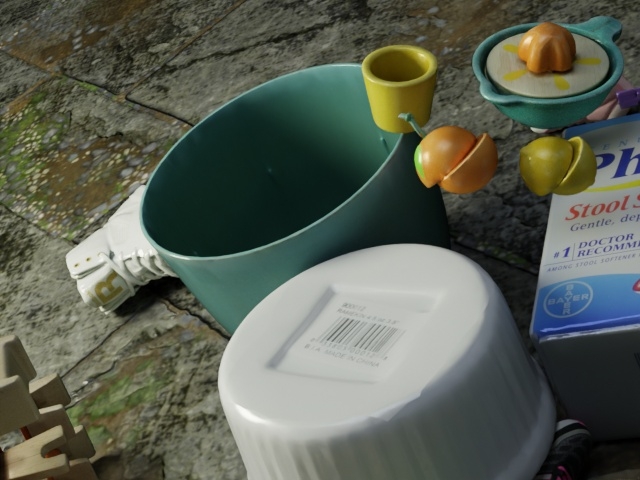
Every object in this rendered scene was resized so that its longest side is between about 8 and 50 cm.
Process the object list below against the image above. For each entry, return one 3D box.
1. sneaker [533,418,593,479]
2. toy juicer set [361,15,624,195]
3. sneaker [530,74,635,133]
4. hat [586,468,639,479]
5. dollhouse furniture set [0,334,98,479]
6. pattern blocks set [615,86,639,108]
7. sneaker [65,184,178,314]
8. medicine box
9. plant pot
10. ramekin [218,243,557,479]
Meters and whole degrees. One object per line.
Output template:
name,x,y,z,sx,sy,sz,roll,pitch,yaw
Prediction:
sneaker,0.186,0.223,1.119,0.075,0.063,0.170,17,57,43
toy juicer set,0.215,-0.132,1.203,0.329,0.089,0.209,-12,40,-9
sneaker,0.300,-0.146,1.536,0.134,0.070,0.051,-37,29,49
hat,0.186,0.306,0.901,0.331,0.134,0.331,-61,0,1
dollhouse furniture set,-0.304,0.226,1.300,0.135,0.259,0.262,-20,32,-3
pattern blocks set,0.451,-0.176,1.344,0.325,0.026,0.285,-10,6,29
sneaker,-0.201,0.032,1.626,0.169,0.108,0.292,-43,26,-17
medicine box,0.343,0.014,1.195,0.263,0.149,0.289,-11,38,25
plant pot,0.000,0.000,1.390,0.293,0.235,0.293,-20,36,15
ramekin,0.048,0.124,1.152,0.277,0.135,0.277,-17,31,11
